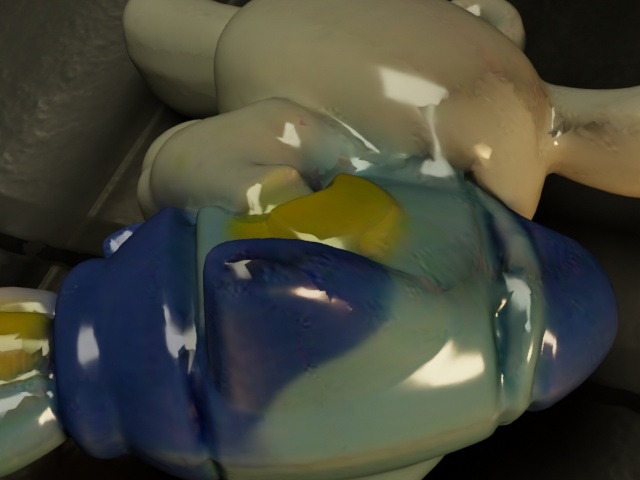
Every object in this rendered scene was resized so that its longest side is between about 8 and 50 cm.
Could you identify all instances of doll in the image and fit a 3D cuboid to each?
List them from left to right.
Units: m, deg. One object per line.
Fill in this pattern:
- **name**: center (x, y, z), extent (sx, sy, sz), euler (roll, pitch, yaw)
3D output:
- **doll**: center (0.004, 0.007, 0.858), extent (0.376, 0.187, 0.365), euler (-6, 37, 41)
